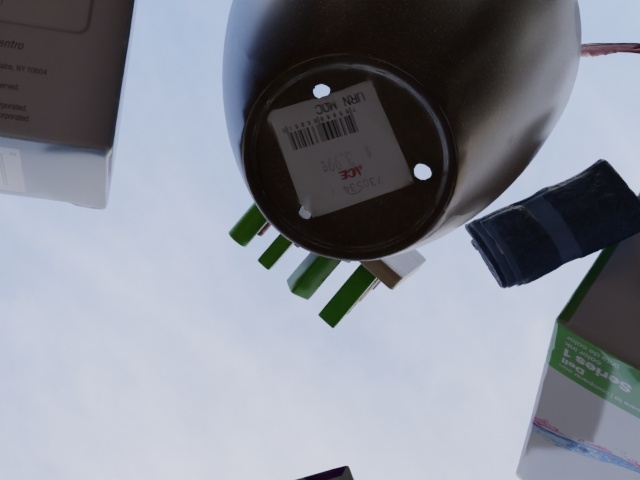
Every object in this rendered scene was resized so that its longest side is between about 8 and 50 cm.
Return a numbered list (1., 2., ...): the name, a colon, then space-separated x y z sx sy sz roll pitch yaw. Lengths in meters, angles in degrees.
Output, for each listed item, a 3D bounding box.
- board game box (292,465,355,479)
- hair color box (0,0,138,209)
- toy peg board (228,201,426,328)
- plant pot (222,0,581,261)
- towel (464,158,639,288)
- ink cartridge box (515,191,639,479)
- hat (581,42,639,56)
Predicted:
1. board game box: -0.004 0.310 1.315 0.142 0.275 0.144 -17 -117 2
2. hair color box: -0.182 -0.220 0.877 0.185 0.113 0.374 8 -106 -6
3. toy peg board: 0.000 0.000 1.416 0.161 0.160 0.079 42 -79 5
4. plant pot: 0.031 -0.082 0.868 0.215 0.215 0.230 41 -157 -7
5. towel: 0.169 -0.011 1.125 0.119 0.029 0.067 -23 -135 -8
6. ink cartridge box: 0.262 0.085 1.250 0.117 0.278 0.201 29 -118 17
7. hat: 0.193 -0.206 1.460 0.208 0.183 0.173 -36 -63 -52
